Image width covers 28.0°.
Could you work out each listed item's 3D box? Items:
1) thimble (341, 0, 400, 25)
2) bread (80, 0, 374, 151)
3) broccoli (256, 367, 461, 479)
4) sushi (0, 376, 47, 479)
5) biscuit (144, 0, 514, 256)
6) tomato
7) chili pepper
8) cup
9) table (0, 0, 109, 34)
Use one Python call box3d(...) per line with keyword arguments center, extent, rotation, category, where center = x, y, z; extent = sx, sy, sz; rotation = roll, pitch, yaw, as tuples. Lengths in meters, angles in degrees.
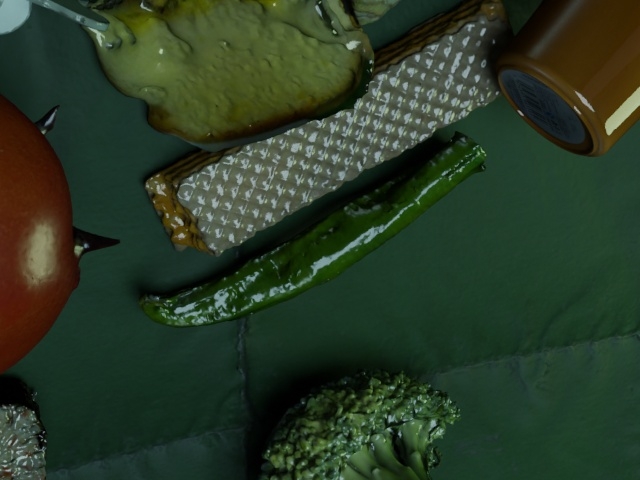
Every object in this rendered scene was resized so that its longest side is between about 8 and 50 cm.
box3d(center=(0.030, -0.292, 1.078), extent=(0.143, 0.137, 0.190), rotation=(-41, 104, -1), category="thimble")
box3d(center=(-0.064, -0.189, 1.087), extent=(0.174, 0.251, 0.133), rotation=(49, 45, -31), category="bread")
box3d(center=(0.042, 0.232, 1.295), extent=(0.226, 0.176, 0.198), rotation=(-7, 120, -5), category="broccoli")
box3d(center=(-0.298, 0.207, 1.188), extent=(0.090, 0.078, 0.150), rotation=(-3, 114, -22), category="sushi")
box3d(center=(0.019, -0.107, 1.199), extent=(0.378, 0.054, 0.094), rotation=(-29, 120, -9), category="biscuit")
box3d(center=(-0.304, -0.007, 0.983), extent=(0.224, 0.255, 0.256), rotation=(-26, 124, -40), category="tomato")
box3d(center=(0.000, 0.000, 1.226), extent=(0.359, 0.085, 0.076), rotation=(-29, 92, -9), category="chili pepper")
box3d(center=(0.274, -0.227, 1.176), extent=(0.226, 0.182, 0.264), rotation=(43, 81, -1), category="cup")
box3d(center=(-0.249, -0.208, 0.953), extent=(0.166, 0.198, 0.167), rotation=(-9, 115, -19), category="table")
